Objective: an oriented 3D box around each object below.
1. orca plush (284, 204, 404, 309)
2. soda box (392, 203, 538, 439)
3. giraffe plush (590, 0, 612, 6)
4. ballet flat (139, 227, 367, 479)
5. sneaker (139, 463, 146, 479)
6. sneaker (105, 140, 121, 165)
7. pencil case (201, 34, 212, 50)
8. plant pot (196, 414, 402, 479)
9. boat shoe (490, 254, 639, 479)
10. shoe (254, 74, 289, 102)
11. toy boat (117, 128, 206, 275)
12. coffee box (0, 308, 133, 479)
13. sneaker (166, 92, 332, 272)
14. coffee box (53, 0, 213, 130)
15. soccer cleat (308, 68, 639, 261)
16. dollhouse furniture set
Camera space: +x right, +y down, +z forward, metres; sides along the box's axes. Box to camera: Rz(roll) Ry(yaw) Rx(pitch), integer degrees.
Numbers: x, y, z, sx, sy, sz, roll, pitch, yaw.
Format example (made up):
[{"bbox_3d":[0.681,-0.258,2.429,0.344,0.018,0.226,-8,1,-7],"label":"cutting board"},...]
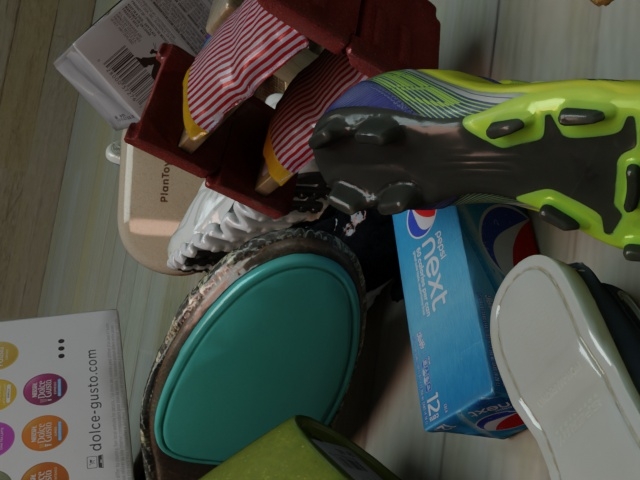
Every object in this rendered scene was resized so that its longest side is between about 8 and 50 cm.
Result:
[{"bbox_3d":[0.000,0.000,0.717,0.287,0.102,0.151,-46,41,48],"label":"orca plush"},{"bbox_3d":[0.100,0.020,0.546,0.071,0.067,0.210,-46,40,47],"label":"soda box"},{"bbox_3d":[0.154,-0.217,0.419,0.182,0.210,0.170,-10,74,36],"label":"giraffe plush"},{"bbox_3d":[-0.081,0.178,0.723,0.182,0.164,0.482,-110,30,-63],"label":"ballet flat"},{"bbox_3d":[-0.174,0.258,0.983,0.217,0.079,0.121,-23,60,61],"label":"sneaker"},{"bbox_3d":[-0.242,-0.095,1.192,0.058,0.152,0.084,-111,35,-42],"label":"sneaker"},{"bbox_3d":[-0.080,-0.237,0.897,0.070,0.064,0.151,20,81,38],"label":"pencil case"},{"bbox_3d":[-0.053,0.275,0.548,0.293,0.275,0.275,-54,28,-1],"label":"plant pot"},{"bbox_3d":[0.153,0.116,0.387,0.254,0.079,0.095,-104,34,-46],"label":"boat shoe"},{"bbox_3d":[-0.041,-0.183,0.943,0.219,0.058,0.076,-131,37,-63],"label":"shoe"},{"bbox_3d":[-0.186,-0.067,1.109,0.151,0.151,0.230,0,-86,-79],"label":"toy boat"},{"bbox_3d":[-0.403,0.336,1.022,0.337,0.335,0.338,-112,22,-49],"label":"coffee box"},{"bbox_3d":[-0.083,-0.049,0.886,0.292,0.110,0.118,-36,61,45],"label":"sneaker"},{"bbox_3d":[-0.164,-0.276,0.987,0.297,0.119,0.168,-47,21,-15],"label":"coffee box"},{"bbox_3d":[0.125,-0.060,0.449,0.289,0.121,0.093,9,128,38],"label":"soccer cleat"},{"bbox_3d":[-0.017,-0.225,0.707,0.201,0.152,0.374,-37,34,42],"label":"dollhouse furniture set"}]
